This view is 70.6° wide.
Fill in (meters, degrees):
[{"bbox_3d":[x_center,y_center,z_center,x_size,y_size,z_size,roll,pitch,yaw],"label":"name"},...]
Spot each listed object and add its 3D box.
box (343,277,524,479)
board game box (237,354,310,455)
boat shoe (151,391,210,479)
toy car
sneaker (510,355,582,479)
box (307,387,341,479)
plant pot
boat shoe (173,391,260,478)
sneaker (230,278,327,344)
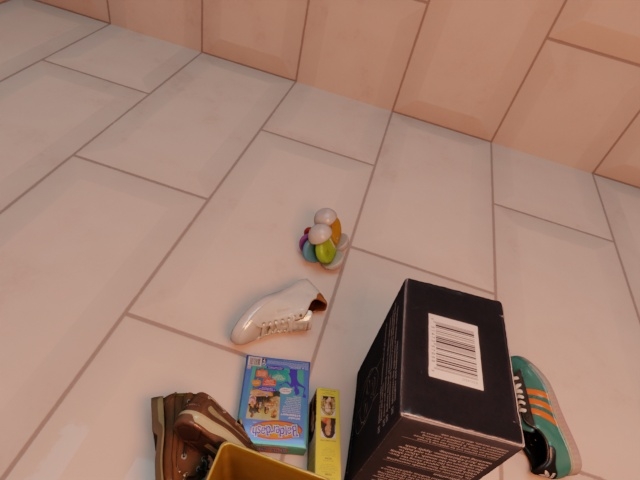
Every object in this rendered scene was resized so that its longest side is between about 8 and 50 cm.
[{"bbox_3d":[0.206,0.329,0.932,0.211,0.396,0.294,15,45,-1],"label":"box"},{"bbox_3d":[-0.108,0.377,1.049,0.159,0.047,0.210,9,44,-6],"label":"board game box"},{"bbox_3d":[-0.272,0.441,0.897,0.104,0.111,0.307,-6,49,-20],"label":"boat shoe"},{"bbox_3d":[0.000,0.000,1.405,0.136,0.159,0.182,-10,38,25],"label":"toy car"},{"bbox_3d":[0.518,0.427,1.126,0.120,0.108,0.302,3,47,-19],"label":"sneaker"},{"bbox_3d":[0.007,0.449,0.984,0.058,0.087,0.232,9,43,-9],"label":"box"},{"bbox_3d":[-0.121,0.525,0.798,0.212,0.187,0.212,19,44,4],"label":"plant pot"},{"bbox_3d":[-0.172,0.402,0.908,0.258,0.095,0.095,53,28,-20],"label":"boat shoe"},{"bbox_3d":[-0.095,0.202,1.185,0.123,0.106,0.290,39,48,26],"label":"sneaker"}]
